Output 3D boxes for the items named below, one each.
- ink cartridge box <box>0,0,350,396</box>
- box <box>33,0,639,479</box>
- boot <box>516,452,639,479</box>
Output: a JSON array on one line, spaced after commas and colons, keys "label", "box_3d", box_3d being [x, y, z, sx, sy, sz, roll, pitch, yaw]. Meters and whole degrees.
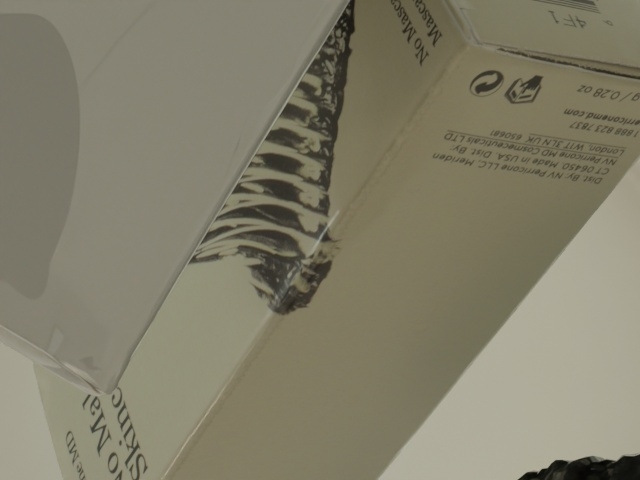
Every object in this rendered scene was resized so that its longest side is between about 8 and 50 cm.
[{"label": "ink cartridge box", "box_3d": [-0.040, -0.134, 0.468, 0.129, 0.223, 0.307, 33, -95, -15]}, {"label": "box", "box_3d": [0.000, 0.000, 0.655, 0.094, 0.275, 0.113, 6, -137, -34]}, {"label": "boot", "box_3d": [0.016, 0.214, 0.510, 0.131, 0.348, 0.260, 38, -139, -48]}]
